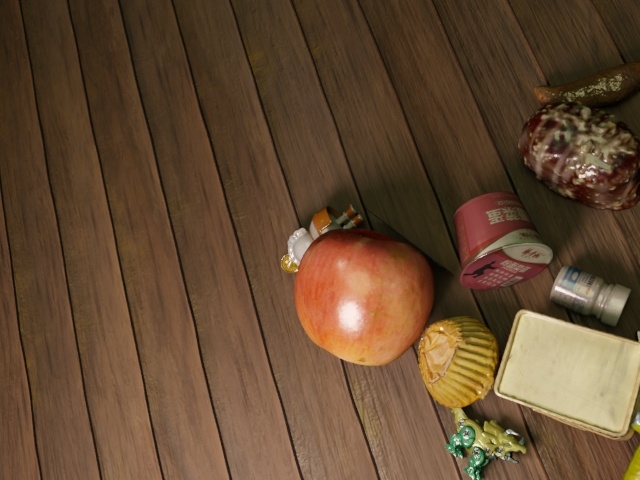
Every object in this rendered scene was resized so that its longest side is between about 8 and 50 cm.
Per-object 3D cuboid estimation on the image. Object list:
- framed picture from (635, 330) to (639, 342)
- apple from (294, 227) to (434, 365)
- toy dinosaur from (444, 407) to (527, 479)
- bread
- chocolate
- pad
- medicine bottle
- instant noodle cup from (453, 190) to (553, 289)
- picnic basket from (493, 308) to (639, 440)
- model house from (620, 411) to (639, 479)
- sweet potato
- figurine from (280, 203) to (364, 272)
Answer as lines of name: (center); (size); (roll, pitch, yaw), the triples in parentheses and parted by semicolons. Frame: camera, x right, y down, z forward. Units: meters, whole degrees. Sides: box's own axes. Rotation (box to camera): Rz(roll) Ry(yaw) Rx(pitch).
framed picture: (0.853, 0.330, 1.675); (0.189, 0.023, 0.259); (-6, 72, 15)
apple: (0.108, 0.144, 1.818); (0.364, 0.364, 0.363); (-6, 72, 18)
toy dinosaur: (0.369, 0.478, 1.767); (0.259, 0.094, 0.153); (36, 88, 33)
bread: (0.328, 0.292, 1.766); (0.139, 0.240, 0.239); (24, 80, -20)
chocolate: (0.663, -0.231, 1.806); (0.340, 0.210, 0.225); (37, 91, 25)
pad: (0.237, 0.003, 1.902); (0.267, 0.181, 0.004); (39, 95, 26)
medicine bottle: (0.658, 0.134, 1.755); (0.168, 0.105, 0.105); (23, 83, 24)
instant noodle cup: (0.445, -0.003, 1.815); (0.235, 0.235, 0.178); (-19, 60, 13)
picnic basket: (0.596, 0.317, 1.687); (0.313, 0.175, 0.228); (16, 82, 27)
model house: (0.762, 0.491, 1.455); (0.303, 0.215, 0.237); (26, 69, 26)
sweet potato: (0.748, -0.407, 1.892); (0.342, 0.092, 0.114); (-15, 53, 14)
figurine: (0.002, 0.002, 2.014); (0.271, 0.143, 0.143); (-42, 65, 2)
